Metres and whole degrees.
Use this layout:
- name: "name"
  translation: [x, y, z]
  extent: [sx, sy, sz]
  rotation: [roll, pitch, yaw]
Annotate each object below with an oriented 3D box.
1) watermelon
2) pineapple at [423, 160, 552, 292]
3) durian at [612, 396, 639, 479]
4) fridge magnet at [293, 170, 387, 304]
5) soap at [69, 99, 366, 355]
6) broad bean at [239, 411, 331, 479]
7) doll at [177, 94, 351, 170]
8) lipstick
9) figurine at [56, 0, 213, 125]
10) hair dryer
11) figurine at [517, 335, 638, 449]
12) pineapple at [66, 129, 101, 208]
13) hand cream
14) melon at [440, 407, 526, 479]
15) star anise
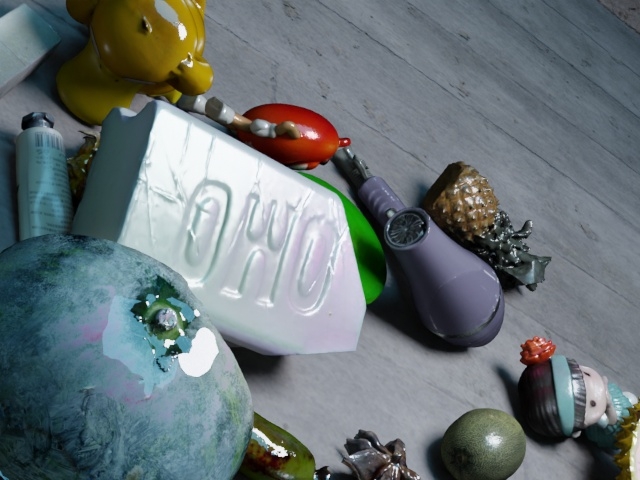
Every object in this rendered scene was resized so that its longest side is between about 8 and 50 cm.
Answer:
- name: "watermelon"
  translation: [-0.187, 0.139, 1.169]
  extent: [0.322, 0.175, 0.188]
  rotation: [40, 31, -11]
- name: "pineapple"
  translation: [0.265, -0.010, 1.978]
  extent: [0.237, 0.119, 0.111]
  rotation: [43, -13, -16]
- name: "durian"
  translation: [0.477, 0.329, 1.791]
  extent: [0.183, 0.138, 0.249]
  rotation: [12, 71, -10]
- name: "fridge magnet"
  translation: [0.000, 0.000, 1.643]
  extent: [0.208, 0.088, 0.208]
  rotation: [31, 34, -24]
- name: "soap"
  translation: [-0.099, 0.011, 1.400]
  extent: [0.347, 0.115, 0.208]
  rotation: [27, 72, -39]
- name: "broad bean"
  translation: [-0.106, 0.181, 1.332]
  extent: [0.339, 0.061, 0.077]
  rotation: [42, 24, -10]
- name: "doll"
  translation: [-0.067, -0.144, 1.683]
  extent: [0.217, 0.085, 0.183]
  rotation: [14, 3, -27]
- name: "lipstick"
  translation: [-0.385, -0.169, 1.378]
  extent: [0.068, 0.066, 0.317]
  rotation: [43, 31, -8]
- name: "figurine"
  translation: [-0.217, -0.245, 1.547]
  extent: [0.215, 0.215, 0.228]
  rotation: [42, 29, -9]
- name: "hair dryer"
  translation: [0.105, -0.023, 1.766]
  extent: [0.361, 0.121, 0.301]
  rotation: [51, 1, 38]
- name: "figurine"
  translation: [0.375, 0.229, 1.838]
  extent: [0.245, 0.110, 0.138]
  rotation: [23, 36, -42]
- name: "pineapple"
  translation: [-0.197, -0.055, 1.477]
  extent: [0.225, 0.076, 0.225]
  rotation: [34, 32, -25]
- name: "hand cream"
  translation: [-0.293, -0.033, 1.366]
  extent: [0.080, 0.050, 0.234]
  rotation: [17, 50, -42]
- name: "melon"
  translation: [0.206, 0.259, 1.597]
  extent: [0.131, 0.098, 0.098]
  rotation: [-5, 58, -58]
- name: "star anise"
  translation: [0.067, 0.261, 1.458]
  extent: [0.129, 0.056, 0.124]
  rotation: [21, 28, -41]
